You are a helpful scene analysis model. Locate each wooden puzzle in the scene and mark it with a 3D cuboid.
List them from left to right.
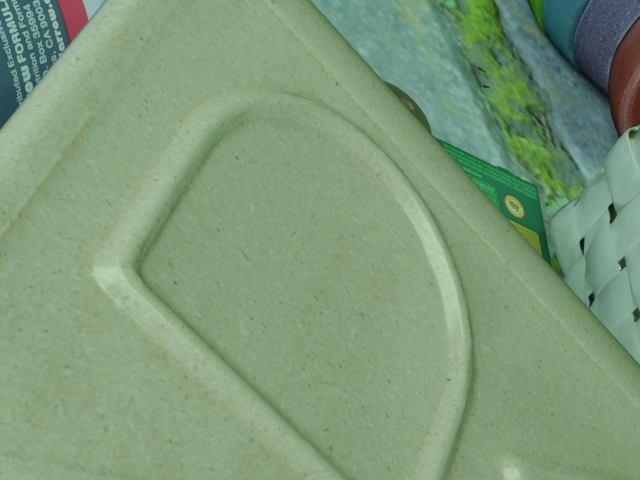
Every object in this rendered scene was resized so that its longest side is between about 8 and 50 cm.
[{"bbox_3d":[0.010,0.111,0.380,0.322,0.080,0.348,46,36,-18],"label":"wooden puzzle"}]

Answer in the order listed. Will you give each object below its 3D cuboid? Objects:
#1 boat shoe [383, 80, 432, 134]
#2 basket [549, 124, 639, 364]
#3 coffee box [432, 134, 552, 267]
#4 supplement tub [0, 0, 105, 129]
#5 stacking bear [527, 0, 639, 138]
[{"bbox_3d":[0.000,-0.001,0.717,0.064,0.060,0.178,39,51,-17],"label":"boat shoe"},{"bbox_3d":[0.278,0.058,0.767,0.289,0.201,0.255,17,47,-28],"label":"basket"},{"bbox_3d":[0.073,0.029,0.770,0.113,0.040,0.184,22,44,-29],"label":"coffee box"},{"bbox_3d":[-0.205,-0.031,0.452,0.191,0.191,0.272,49,39,3],"label":"supplement tub"},{"bbox_3d":[0.203,-0.210,1.015,0.164,0.175,0.289,12,40,-44],"label":"stacking bear"}]
